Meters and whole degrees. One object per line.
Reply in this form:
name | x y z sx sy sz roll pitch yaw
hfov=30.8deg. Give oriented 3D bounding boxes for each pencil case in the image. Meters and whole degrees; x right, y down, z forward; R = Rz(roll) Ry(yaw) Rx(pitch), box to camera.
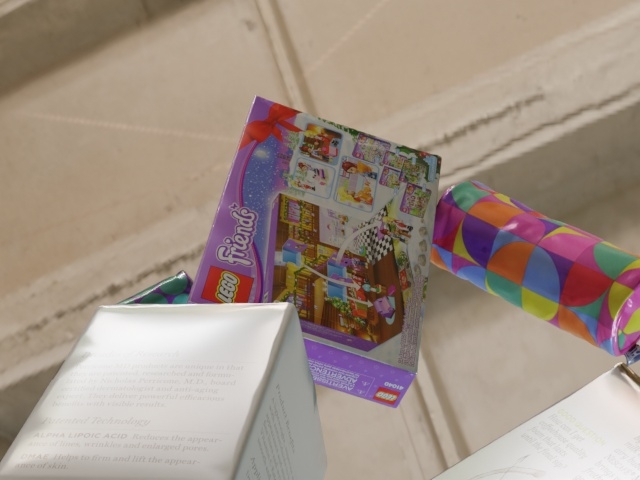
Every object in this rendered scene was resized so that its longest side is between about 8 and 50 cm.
pencil case | -0.232 0.101 1.579 0.152 0.064 0.070 -29 -94 -10
pencil case | 0.213 0.025 1.101 0.236 0.104 0.104 29 -111 33

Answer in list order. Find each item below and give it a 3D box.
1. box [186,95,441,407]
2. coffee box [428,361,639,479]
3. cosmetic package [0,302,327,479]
box | 0.000 0.000 1.073 0.201 0.057 0.293 18 -137 -5
coffee box | 0.042 0.172 0.378 0.246 0.141 0.098 -32 -159 -3
cosmetic package | -0.093 0.152 0.764 0.151 0.151 0.183 -1 -149 14
